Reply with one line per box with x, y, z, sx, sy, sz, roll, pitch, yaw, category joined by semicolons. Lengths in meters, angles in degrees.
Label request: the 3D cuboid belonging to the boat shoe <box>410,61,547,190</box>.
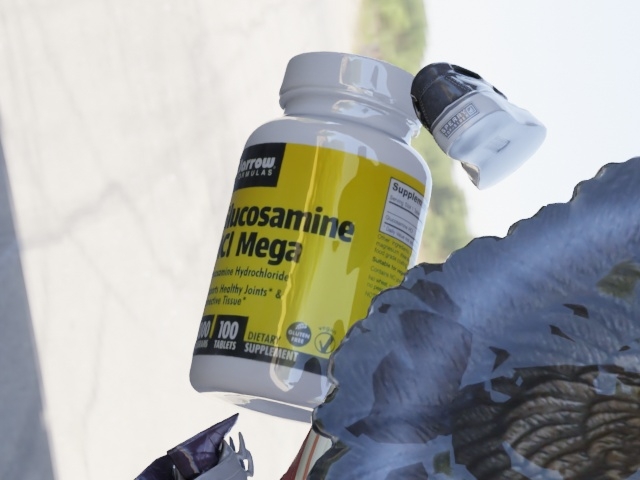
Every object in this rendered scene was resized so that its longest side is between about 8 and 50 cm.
0.124;-0.099;1.287;0.076;0.080;0.228;53;14;16;boat shoe

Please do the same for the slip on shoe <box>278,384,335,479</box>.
0.002;0.212;1.246;0.101;0.123;0.331;34;-71;50;slip on shoe

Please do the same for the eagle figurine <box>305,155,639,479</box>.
0.163;0.070;0.569;0.226;0.298;0.225;60;15;18;eagle figurine

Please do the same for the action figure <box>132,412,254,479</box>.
-0.061;0.313;1.439;0.185;0.099;0.285;-37;-99;48;action figure

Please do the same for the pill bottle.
0.000;0.000;1.477;0.188;0.188;0.334;66;35;-74;pill bottle
